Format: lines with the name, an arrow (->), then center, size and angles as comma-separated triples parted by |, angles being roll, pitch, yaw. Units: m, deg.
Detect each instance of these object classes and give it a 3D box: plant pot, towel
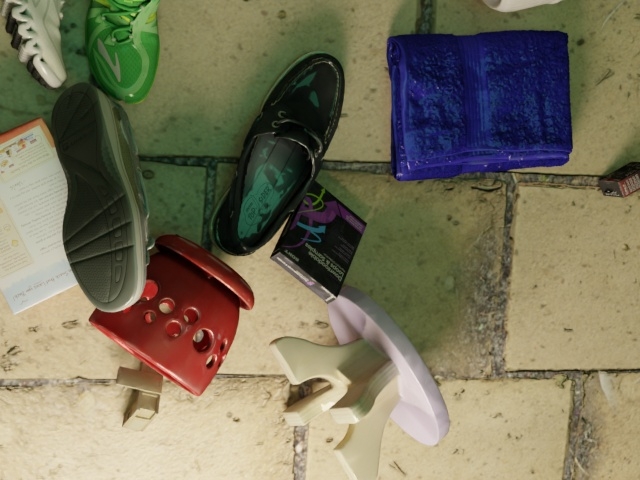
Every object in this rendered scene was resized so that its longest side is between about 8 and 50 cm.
plant pot -> -0.200, 0.098, 1.326 | 0.191, 0.191, 0.174 | 38, 78, -17
towel -> 0.258, -0.216, 1.490 | 0.308, 0.076, 0.228 | -6, 99, -16

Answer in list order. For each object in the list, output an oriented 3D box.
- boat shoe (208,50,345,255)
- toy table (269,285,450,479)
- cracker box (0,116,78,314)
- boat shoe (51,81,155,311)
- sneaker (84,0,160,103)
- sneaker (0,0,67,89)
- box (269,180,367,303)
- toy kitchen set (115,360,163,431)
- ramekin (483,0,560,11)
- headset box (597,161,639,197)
boat shoe -> -0.053, -0.127, 1.386 | 0.127, 0.113, 0.340 | 35, 86, -17
toy table -> 0.054, 0.223, 1.406 | 0.161, 0.252, 0.274 | -34, 82, -26
cracker box -> -0.408, -0.035, 1.315 | 0.155, 0.067, 0.232 | -26, 102, -12
boat shoe -> -0.281, -0.057, 1.271 | 0.118, 0.103, 0.320 | -25, 69, 23
sneaker -> -0.266, -0.327, 1.276 | 0.109, 0.123, 0.295 | 5, 112, -8
sneaker -> -0.381, -0.352, 1.271 | 0.118, 0.110, 0.292 | -18, 102, -23
box -> 0.000, 0.000, 1.416 | 0.116, 0.029, 0.162 | 38, 49, -18
toy kitchen set -> -0.280, 0.226, 1.405 | 0.068, 0.075, 0.083 | 17, 52, -21
ramekin -> 0.287, -0.442, 1.410 | 0.109, 0.207, 0.207 | -20, 102, -4
headset box -> 0.514, -0.101, 1.588 | 0.083, 0.062, 0.032 | -29, 103, -13
